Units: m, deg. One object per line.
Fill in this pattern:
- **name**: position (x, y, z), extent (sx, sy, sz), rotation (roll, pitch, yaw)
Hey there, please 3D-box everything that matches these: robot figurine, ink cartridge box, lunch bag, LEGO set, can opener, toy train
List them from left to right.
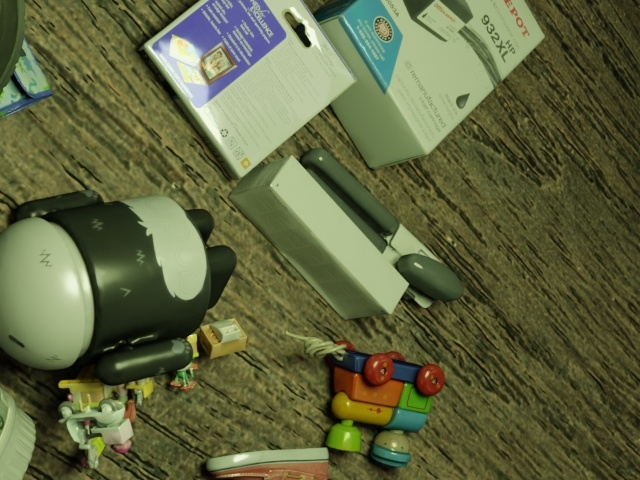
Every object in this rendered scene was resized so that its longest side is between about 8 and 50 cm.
- **lunch bag**: position (-0.373, -0.190, 1.309), extent (0.151, 0.096, 0.129), rotation (-35, 102, -48)
- **robot figurine**: position (-0.233, 0.045, 1.327), extent (0.278, 0.209, 0.174), rotation (-13, 108, -37)
- **LEGO set**: position (-0.199, 0.177, 1.376), extent (0.287, 0.132, 0.107), rotation (-30, 120, -58)
- **ink cartridge box**: position (-0.089, -0.219, 1.518), extent (0.208, 0.045, 0.206), rotation (-41, 108, -17)
- **toy train**: position (0.036, 0.206, 1.552), extent (0.248, 0.105, 0.143), rotation (15, 88, -34)
- **can opener**: position (0.085, -0.016, 1.612), extent (0.283, 0.095, 0.076), rotation (43, 61, -24)
- **ink cartridge box**: position (0.140, -0.280, 1.668), extent (0.307, 0.129, 0.223), rotation (-44, 109, -32)

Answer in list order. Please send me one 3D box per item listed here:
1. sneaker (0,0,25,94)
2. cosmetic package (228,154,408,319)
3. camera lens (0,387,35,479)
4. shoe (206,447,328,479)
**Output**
- **sneaker**: position (-0.388, -0.143, 1.167), extent (0.125, 0.139, 0.341), rotation (22, 100, 3)
- **cosmetic package**: position (0.000, 0.000, 1.546), extent (0.239, 0.099, 0.060), rotation (47, 60, -22)
- **camera lens**: position (-0.436, 0.171, 1.128), extent (0.274, 0.219, 0.219), rotation (42, 62, -24)
- **shoe**: position (-0.060, 0.299, 1.481), extent (0.178, 0.063, 0.081), rotation (5, 76, -40)
